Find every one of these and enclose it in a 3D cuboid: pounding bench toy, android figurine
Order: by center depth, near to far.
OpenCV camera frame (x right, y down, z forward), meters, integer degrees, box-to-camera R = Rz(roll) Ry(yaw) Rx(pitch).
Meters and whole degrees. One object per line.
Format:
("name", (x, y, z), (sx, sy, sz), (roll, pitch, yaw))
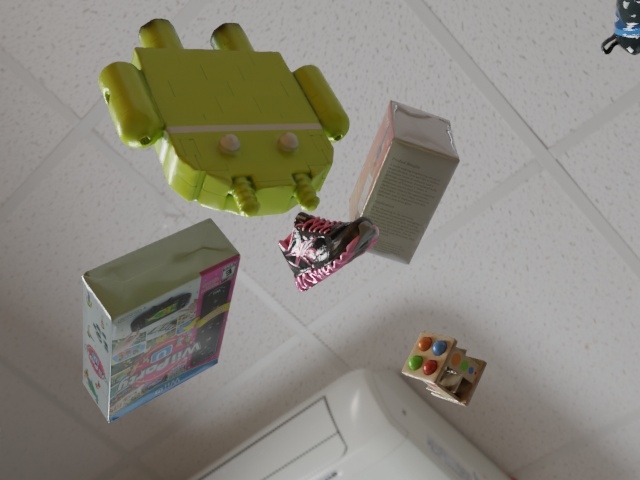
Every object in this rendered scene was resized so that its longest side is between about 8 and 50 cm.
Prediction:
("android figurine", (-0.088, -0.126, 0.734), (0.248, 0.273, 0.056), (-5, -39, -29))
("pounding bench toy", (0.120, 0.132, 0.783), (0.065, 0.052, 0.083), (37, -17, -29))

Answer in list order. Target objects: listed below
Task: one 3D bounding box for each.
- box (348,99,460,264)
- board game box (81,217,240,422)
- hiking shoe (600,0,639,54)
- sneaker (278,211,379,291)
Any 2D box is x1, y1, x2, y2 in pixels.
("box", (0.107, -0.079, 0.984), (0.091, 0.130, 0.171), (17, -59, -7))
("board game box", (-0.258, 0.132, 1.159), (0.097, 0.224, 0.303), (47, -37, 23))
("hiking shoe", (0.511, -0.292, 0.889), (0.303, 0.113, 0.132), (5, -42, 10))
("sneaker", (0.000, 0.000, 0.575), (0.057, 0.047, 0.119), (59, -33, 3))
